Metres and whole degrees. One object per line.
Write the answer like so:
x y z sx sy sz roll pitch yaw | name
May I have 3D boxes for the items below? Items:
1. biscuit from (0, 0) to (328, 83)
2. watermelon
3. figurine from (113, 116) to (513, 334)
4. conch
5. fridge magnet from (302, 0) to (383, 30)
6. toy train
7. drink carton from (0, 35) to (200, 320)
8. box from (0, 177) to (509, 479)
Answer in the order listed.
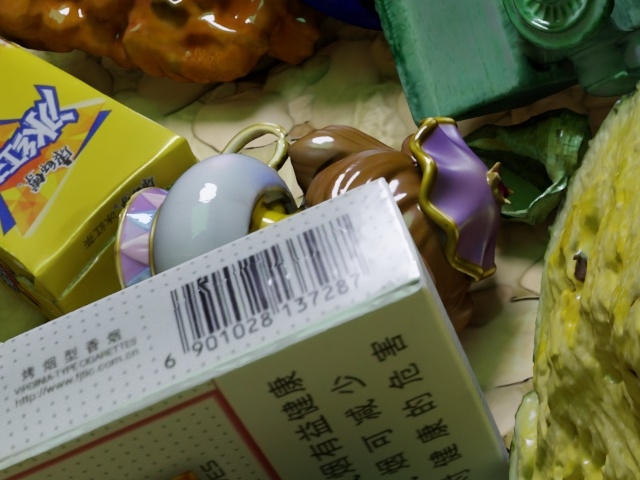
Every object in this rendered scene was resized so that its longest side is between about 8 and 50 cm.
-0.119 -0.277 1.214 0.312 0.110 0.318 13 58 12 | biscuit
0.201 0.096 0.682 0.189 0.330 0.330 17 54 -4 | watermelon
0.000 0.000 0.932 0.263 0.142 0.189 -6 73 25 | figurine
0.143 -0.050 0.958 0.121 0.074 0.089 8 44 25 | conch
0.043 -0.294 1.108 0.113 0.265 0.265 -29 27 59 | fridge magnet
0.134 -0.214 0.947 0.145 0.266 0.202 -15 -3 -44 | toy train
-0.247 -0.062 1.125 0.154 0.111 0.351 -46 48 -17 | drink carton
-0.072 0.120 0.815 0.330 0.210 0.095 -24 45 4 | box
